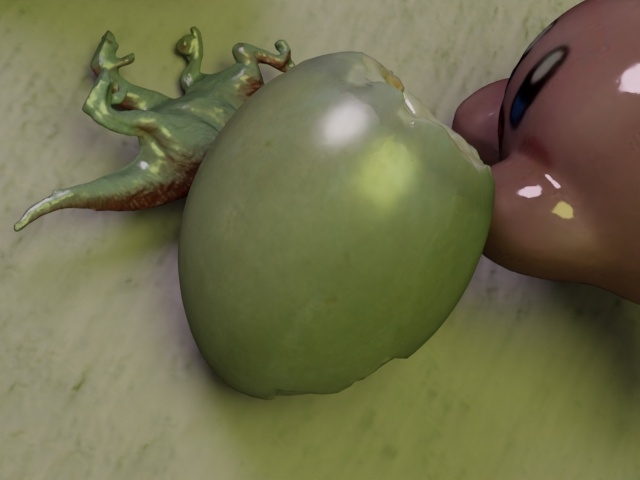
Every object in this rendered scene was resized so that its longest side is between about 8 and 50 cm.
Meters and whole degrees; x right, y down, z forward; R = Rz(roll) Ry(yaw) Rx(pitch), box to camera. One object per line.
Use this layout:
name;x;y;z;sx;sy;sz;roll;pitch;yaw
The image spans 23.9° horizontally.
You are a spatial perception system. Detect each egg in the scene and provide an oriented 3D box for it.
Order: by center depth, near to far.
egg;0.000;0.000;0.942;0.183;0.183;0.217;39;99;-11

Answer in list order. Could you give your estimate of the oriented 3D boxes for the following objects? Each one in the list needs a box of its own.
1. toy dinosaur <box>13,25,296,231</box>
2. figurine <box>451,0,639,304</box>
toy dinosaur;-0.095;-0.059;0.986;0.167;0.053;0.242;47;51;-15
figurine;0.244;-0.063;1.035;0.261;0.211;0.269;26;28;-11
